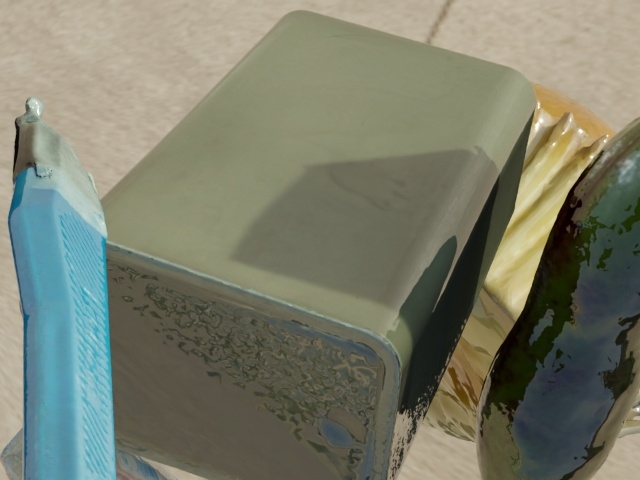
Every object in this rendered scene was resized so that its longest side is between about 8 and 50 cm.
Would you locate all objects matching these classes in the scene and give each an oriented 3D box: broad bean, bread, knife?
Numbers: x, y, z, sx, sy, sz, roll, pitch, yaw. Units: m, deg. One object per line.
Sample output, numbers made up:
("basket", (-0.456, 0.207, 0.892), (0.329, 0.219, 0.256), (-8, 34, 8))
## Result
("broad bean", (0.125, 0.046, 0.775), (0.077, 0.061, 0.339), (-1, 123, -35))
("bread", (0.104, 0.009, 1.109), (0.183, 0.389, 0.236), (-37, 108, -15))
("knife", (-0.078, 0.042, 0.483), (0.026, 0.296, 0.044), (-26, 123, 9))

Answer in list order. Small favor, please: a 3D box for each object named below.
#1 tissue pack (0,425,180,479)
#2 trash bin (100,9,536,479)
("tissue pack", (-0.118, 0.133, 0.875), (0.059, 0.074, 0.094), (-46, 140, 1))
("trash bin", (0.000, 0.000, 0.798), (0.164, 0.240, 0.122), (18, 130, 15))
